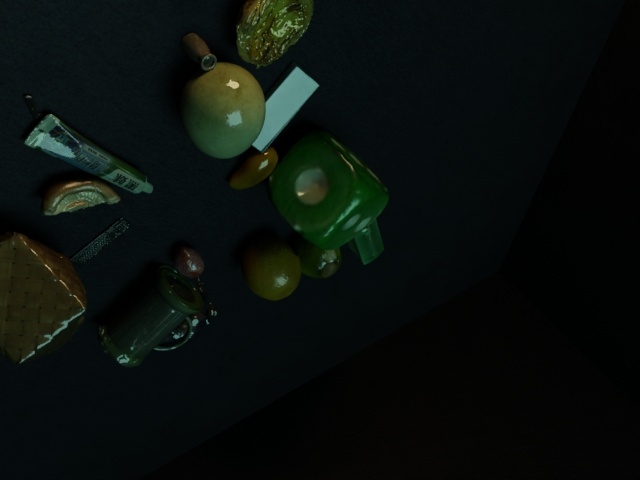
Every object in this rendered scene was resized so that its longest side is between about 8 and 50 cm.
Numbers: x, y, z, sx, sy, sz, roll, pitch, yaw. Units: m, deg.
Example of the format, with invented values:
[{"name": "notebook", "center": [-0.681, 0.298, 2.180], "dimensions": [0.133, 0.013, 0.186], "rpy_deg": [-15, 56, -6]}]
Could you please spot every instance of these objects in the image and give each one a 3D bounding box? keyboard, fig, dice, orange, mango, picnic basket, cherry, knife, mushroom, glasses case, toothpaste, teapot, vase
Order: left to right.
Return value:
[{"name": "picnic basket", "center": [-0.781, 0.143, 1.677], "dimensions": [0.293, 0.337, 0.337], "rpy_deg": [-41, 151, -12]}, {"name": "knife", "center": [-0.651, -0.275, 1.479], "dimensions": [0.023, 0.010, 0.170], "rpy_deg": [-23, 148, -16]}, {"name": "mushroom", "center": [-0.624, -0.124, 1.647], "dimensions": [0.210, 0.072, 0.094], "rpy_deg": [-18, 145, -39]}, {"name": "toothpaste", "center": [-0.565, -0.200, 1.622], "dimensions": [0.099, 0.061, 0.392], "rpy_deg": [-44, 148, 9]}, {"name": "keyboard", "center": [-0.642, 0.006, 1.862], "dimensions": [0.198, 0.010, 0.063], "rpy_deg": [-39, 152, -1]}, {"name": "teapot", "center": [-0.556, 0.277, 2.119], "dimensions": [0.337, 0.200, 0.270], "rpy_deg": [-42, 129, 8]}, {"name": "cherry", "center": [-0.421, 0.100, 2.118], "dimensions": [0.090, 0.107, 0.225], "rpy_deg": [-45, 140, -20]}, {"name": "vase", "center": [-0.293, -0.457, 1.542], "dimensions": [0.053, 0.100, 0.053], "rpy_deg": [-29, 148, -20]}, {"name": "mango", "center": [-0.205, -0.220, 1.975], "dimensions": [0.184, 0.085, 0.102], "rpy_deg": [-44, 154, 16]}, {"name": "orange", "center": [-0.177, 0.099, 2.288], "dimensions": [0.236, 0.236, 0.236], "rpy_deg": [-28, 148, -19]}, {"name": "glasses case", "center": [-0.131, -0.393, 1.872], "dimensions": [0.105, 0.056, 0.266], "rpy_deg": [33, 106, -34]}, {"name": "fig", "center": [0.000, 0.000, 2.418], "dimensions": [0.206, 0.206, 0.275], "rpy_deg": [-8, 122, -42]}, {"name": "dice", "center": [0.026, -0.158, 2.061], "dimensions": [0.287, 0.297, 0.300], "rpy_deg": [-48, 163, 12]}]

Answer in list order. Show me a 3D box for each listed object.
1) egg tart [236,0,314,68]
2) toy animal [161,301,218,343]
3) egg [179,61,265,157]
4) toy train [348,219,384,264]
[{"name": "egg tart", "center": [-0.128, -0.560, 1.603], "dimensions": [0.232, 0.098, 0.252], "rpy_deg": [-16, 147, -46]}, {"name": "toy animal", "center": [-0.517, 0.308, 2.294], "dimensions": [0.298, 0.122, 0.185], "rpy_deg": [-34, 150, -7]}, {"name": "egg", "center": [-0.255, -0.325, 1.651], "dimensions": [0.218, 0.218, 0.295], "rpy_deg": [-26, 163, -23]}, {"name": "toy train", "center": [0.136, -0.044, 2.476], "dimensions": [0.120, 0.202, 0.301], "rpy_deg": [-40, 150, -9]}]
